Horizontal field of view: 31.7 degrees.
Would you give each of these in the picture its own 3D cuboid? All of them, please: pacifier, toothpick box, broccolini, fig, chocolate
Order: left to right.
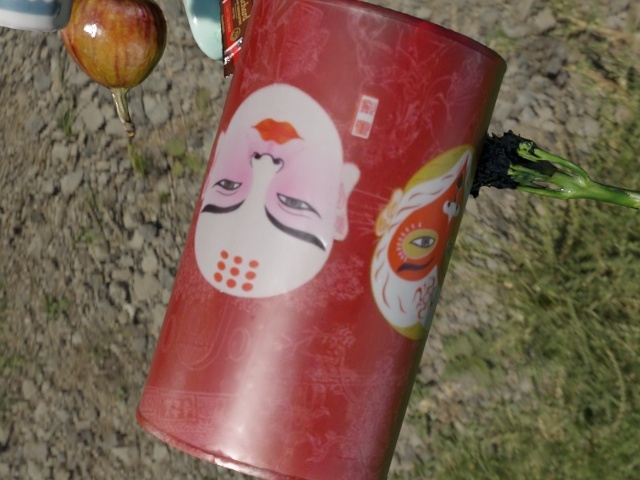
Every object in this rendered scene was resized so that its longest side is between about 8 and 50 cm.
[{"bbox_3d":[-0.300,-0.293,1.683,0.149,0.148,0.202,-41,144,-24],"label":"fig"},{"bbox_3d":[-0.100,-0.287,1.449,0.028,0.182,0.086,28,127,-38],"label":"chocolate"},{"bbox_3d":[-0.077,-0.385,1.721,0.269,0.343,0.288,-23,137,6],"label":"pacifier"},{"bbox_3d":[0.000,0.000,0.860,0.204,0.204,0.333,16,90,-17],"label":"toothpick box"},{"bbox_3d":[0.205,-0.063,0.959,0.201,0.074,0.058,4,119,-18],"label":"broccolini"}]

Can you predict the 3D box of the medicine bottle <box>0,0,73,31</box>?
[{"bbox_3d":[-0.266,-0.309,0.972,0.139,0.139,0.236,9,108,-15],"label":"medicine bottle"}]
